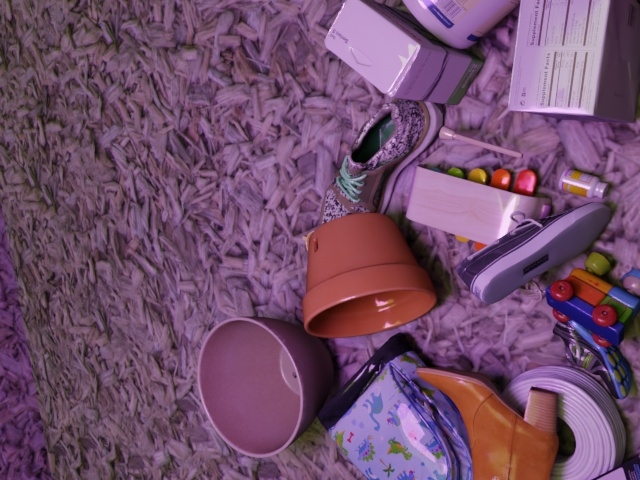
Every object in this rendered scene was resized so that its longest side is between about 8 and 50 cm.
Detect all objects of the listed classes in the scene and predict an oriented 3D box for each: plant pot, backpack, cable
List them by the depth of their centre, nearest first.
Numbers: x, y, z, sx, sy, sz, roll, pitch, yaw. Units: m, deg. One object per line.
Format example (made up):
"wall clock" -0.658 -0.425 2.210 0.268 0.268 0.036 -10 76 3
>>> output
"cable" 0.462 0.381 1.396 0.257 0.089 0.257 -13 87 37
"backpack" 0.189 0.427 1.530 0.355 0.273 0.290 45 107 10
"plant pot" 0.090 0.071 1.543 0.291 0.291 0.203 -29 61 36

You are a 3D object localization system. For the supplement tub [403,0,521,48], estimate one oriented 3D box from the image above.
"supplement tub" 0.316 -0.545 1.311 0.325 0.235 0.235 -38 72 33

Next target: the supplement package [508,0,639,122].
"supplement package" 0.451 -0.314 1.217 0.145 0.262 0.204 11 101 35

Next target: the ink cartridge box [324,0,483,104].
"ink cartridge box" 0.171 -0.376 1.415 0.198 0.273 0.114 44 119 25

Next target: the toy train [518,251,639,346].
"toy train" 0.485 0.077 1.329 0.143 0.105 0.248 -45 53 -13

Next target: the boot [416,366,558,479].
"boot" 0.310 0.371 1.378 0.295 0.104 0.211 10 90 28

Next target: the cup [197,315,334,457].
"cup" -0.101 0.330 1.724 0.331 0.237 0.331 5 99 37

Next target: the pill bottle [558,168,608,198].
"pill bottle" 0.501 -0.106 1.341 0.083 0.043 0.043 24 109 33

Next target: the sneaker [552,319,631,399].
"sneaker" 0.522 0.224 1.355 0.188 0.067 0.078 55 131 24

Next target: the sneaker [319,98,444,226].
"sneaker" 0.089 -0.165 1.558 0.158 0.182 0.410 46 120 24

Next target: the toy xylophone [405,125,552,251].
"toy xylophone" 0.318 -0.096 1.456 0.323 0.081 0.236 30 112 31

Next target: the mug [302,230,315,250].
"mug" 0.003 -0.001 1.716 0.078 0.064 0.062 51 122 22

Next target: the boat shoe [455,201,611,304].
"boat shoe" 0.397 0.004 1.323 0.306 0.113 0.105 -33 48 -5

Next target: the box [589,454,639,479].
"box" 0.536 0.528 1.307 0.169 0.087 0.290 33 125 -18
